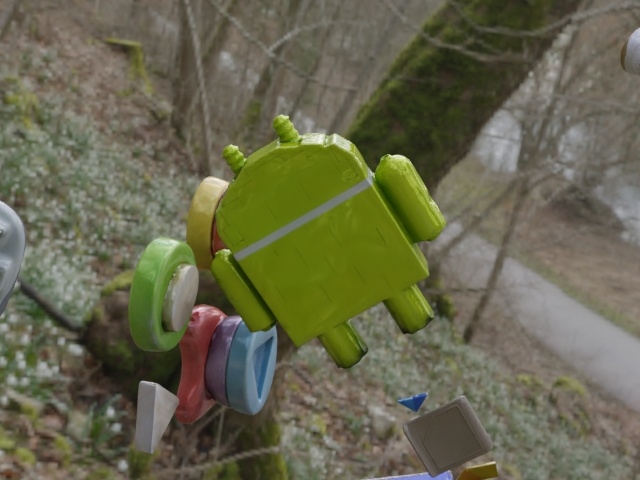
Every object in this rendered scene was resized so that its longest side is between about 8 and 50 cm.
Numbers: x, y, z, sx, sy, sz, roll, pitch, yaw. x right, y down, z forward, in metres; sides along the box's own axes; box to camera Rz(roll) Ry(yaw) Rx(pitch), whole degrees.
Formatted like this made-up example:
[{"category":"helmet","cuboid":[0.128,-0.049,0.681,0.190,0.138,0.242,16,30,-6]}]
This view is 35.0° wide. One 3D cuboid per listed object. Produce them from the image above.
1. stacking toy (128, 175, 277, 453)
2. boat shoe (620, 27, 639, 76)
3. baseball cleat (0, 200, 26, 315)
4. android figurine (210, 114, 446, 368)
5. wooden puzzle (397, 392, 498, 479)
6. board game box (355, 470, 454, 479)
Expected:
[{"category":"stacking toy","cuboid":[-0.112,0.101,1.226,0.130,0.309,0.279,8,21,14]},{"category":"boat shoe","cuboid":[0.606,-0.337,1.591,0.096,0.277,0.098,48,-4,44]},{"category":"baseball cleat","cuboid":[-0.231,0.052,0.547,0.072,0.206,0.109,40,4,-15]},{"category":"android figurine","cuboid":[0.000,0.000,1.067,0.248,0.273,0.056,-31,15,14]},{"category":"wooden puzzle","cuboid":[0.130,0.200,1.034,0.078,0.116,0.014,-23,13,7]},{"category":"board game box","cuboid":[0.054,0.477,1.511,0.232,0.291,0.141,4,51,-37]}]
